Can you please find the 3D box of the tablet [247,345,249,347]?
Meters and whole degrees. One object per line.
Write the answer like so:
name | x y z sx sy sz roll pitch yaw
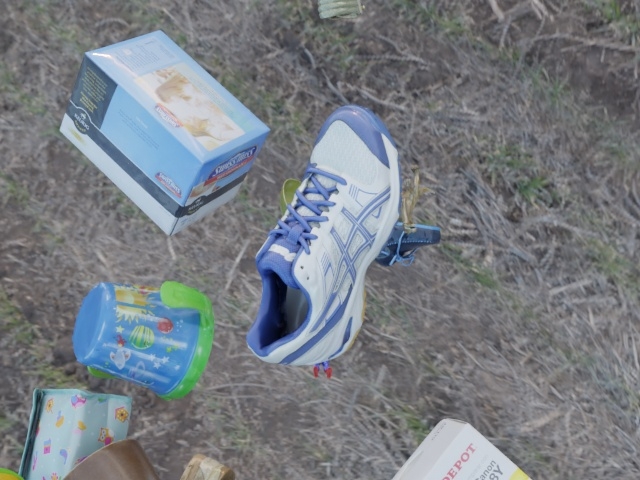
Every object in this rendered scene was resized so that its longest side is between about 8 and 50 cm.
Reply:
tablet | -0.121 0.216 1.815 0.054 0.006 0.083 29 93 -13

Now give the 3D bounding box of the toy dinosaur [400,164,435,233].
toy dinosaur | 0.145 -0.074 1.328 0.053 0.183 0.092 -5 115 20

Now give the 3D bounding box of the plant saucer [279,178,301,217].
plant saucer | -0.021 -0.034 1.869 0.037 0.241 0.240 -34 64 21

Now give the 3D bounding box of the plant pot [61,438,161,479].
plant pot | -0.361 0.535 1.526 0.230 0.215 0.215 41 92 24

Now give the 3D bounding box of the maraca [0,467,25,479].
maraca | -0.462 0.408 1.159 0.099 0.185 0.127 12 43 39

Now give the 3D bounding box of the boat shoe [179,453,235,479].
boat shoe | -0.314 0.626 1.733 0.110 0.121 0.341 21 62 23

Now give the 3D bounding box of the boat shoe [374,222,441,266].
boat shoe | 0.143 0.015 1.655 0.258 0.109 0.088 -8 75 52

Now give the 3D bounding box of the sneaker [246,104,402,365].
sneaker | 0.000 0.000 0.868 0.112 0.131 0.296 17 102 38

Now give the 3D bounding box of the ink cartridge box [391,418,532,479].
ink cartridge box | 0.332 0.597 1.652 0.385 0.160 0.279 42 77 0

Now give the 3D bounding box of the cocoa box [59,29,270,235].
cocoa box | -0.329 -0.233 1.702 0.347 0.231 0.228 43 131 10

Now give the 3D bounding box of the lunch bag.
lunch bag | -0.525 0.417 1.663 0.262 0.160 0.223 -7 72 43

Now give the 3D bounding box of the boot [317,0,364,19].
boot | 0.048 -0.492 1.476 0.077 0.213 0.165 -5 107 37

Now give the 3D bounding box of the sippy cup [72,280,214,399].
sippy cup | -0.369 0.188 1.640 0.240 0.224 0.305 40 107 54

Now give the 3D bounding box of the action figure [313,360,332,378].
action figure | 0.001 0.207 1.390 0.038 0.115 0.030 0 98 -4
